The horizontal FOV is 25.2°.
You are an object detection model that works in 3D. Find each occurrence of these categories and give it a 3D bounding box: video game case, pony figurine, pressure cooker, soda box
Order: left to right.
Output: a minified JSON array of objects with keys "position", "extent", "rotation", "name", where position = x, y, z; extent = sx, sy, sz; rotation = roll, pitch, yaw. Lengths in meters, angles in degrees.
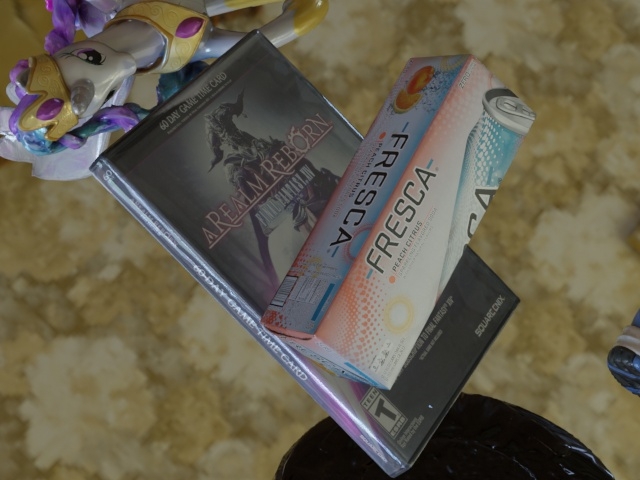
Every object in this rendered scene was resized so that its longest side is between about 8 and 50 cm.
[{"position":[-0.184,-0.208,1.302],"extent":[0.363,0.351,0.303],"rotation":[-34,122,-27],"name":"pony figurine"},{"position":[0.000,0.000,0.958],"extent":[0.026,0.274,0.196],"rotation":[-40,-175,43],"name":"video game case"},{"position":[0.044,-0.012,0.790],"extent":[0.058,0.063,0.183],"rotation":[9,-114,56],"name":"soda box"},{"position":[0.102,0.408,1.422],"extent":[0.375,0.370,0.420],"rotation":[-43,146,-47],"name":"pressure cooker"}]

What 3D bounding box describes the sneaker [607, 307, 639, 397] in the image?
[{"position":[0.296,0.092,0.920],"extent":[0.081,0.211,0.080],"rotation":[-61,175,-18],"name":"sneaker"}]
